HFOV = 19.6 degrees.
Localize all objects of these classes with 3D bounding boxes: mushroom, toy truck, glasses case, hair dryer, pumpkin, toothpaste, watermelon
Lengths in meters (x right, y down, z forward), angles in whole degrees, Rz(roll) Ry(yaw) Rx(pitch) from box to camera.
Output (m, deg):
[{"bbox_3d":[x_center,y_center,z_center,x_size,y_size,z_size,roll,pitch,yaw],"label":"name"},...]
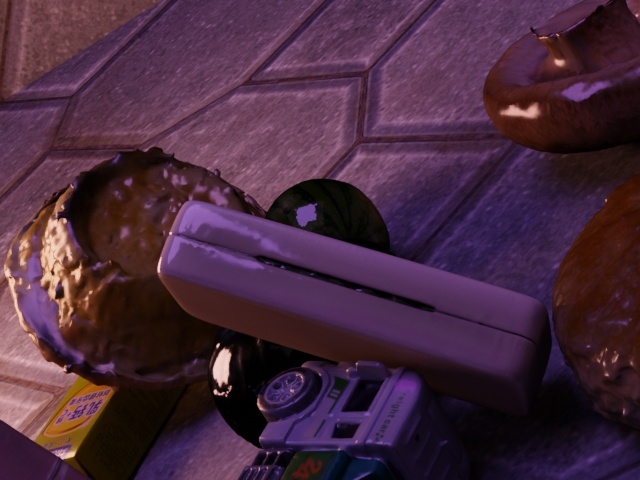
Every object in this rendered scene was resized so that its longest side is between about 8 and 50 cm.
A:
[{"bbox_3d":[0.303,-0.181,1.926,0.278,0.146,0.278,-23,20,9],"label":"mushroom"},{"bbox_3d":[-0.005,0.260,1.527,0.178,0.176,0.363,-8,36,34],"label":"toy truck"},{"bbox_3d":[0.031,0.059,1.620,0.336,0.144,0.076,16,74,14],"label":"glasses case"},{"bbox_3d":[-0.344,0.353,1.894,0.344,0.189,0.107,-52,9,24],"label":"hair dryer"},{"bbox_3d":[0.000,0.105,1.800,0.233,0.163,0.233,-33,21,14],"label":"pumpkin"},{"bbox_3d":[-0.216,0.165,2.108,0.110,0.077,0.327,-16,31,40],"label":"toothpaste"},{"bbox_3d":[0.000,0.000,2.037,0.140,0.141,0.187,-41,13,-8],"label":"watermelon"}]

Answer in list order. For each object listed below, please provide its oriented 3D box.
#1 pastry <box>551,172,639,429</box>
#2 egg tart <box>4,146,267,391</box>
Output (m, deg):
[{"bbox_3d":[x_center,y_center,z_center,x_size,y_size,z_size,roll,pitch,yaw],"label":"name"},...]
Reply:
[{"bbox_3d":[0.330,0.029,1.497,0.329,0.136,0.330,-30,25,15],"label":"pastry"},{"bbox_3d":[-0.186,0.014,2.079,0.345,0.132,0.345,5,48,-5],"label":"egg tart"}]
